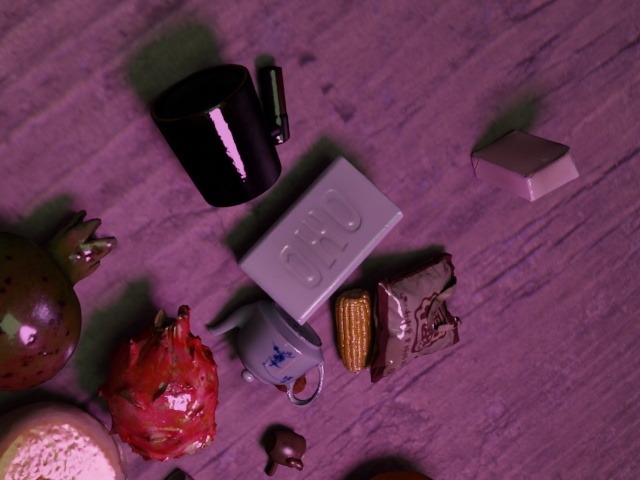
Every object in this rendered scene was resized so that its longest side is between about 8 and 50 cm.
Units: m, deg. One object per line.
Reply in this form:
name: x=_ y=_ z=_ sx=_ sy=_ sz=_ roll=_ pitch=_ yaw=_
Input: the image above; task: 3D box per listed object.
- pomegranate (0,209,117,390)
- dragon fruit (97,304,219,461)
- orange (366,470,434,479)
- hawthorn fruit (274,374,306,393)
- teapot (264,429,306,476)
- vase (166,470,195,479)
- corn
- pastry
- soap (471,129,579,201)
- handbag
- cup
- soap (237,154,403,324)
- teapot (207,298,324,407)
pomegranate: x=-0.453 y=0.068 z=1.287 sx=0.242 sy=0.242 sz=0.306 roll=34 pitch=70 yaw=-32
dragon fruit: x=-0.262 y=0.237 z=1.445 sx=0.210 sy=0.205 sz=0.268 roll=3 pitch=109 yaw=-21
orange: x=0.172 y=0.598 z=1.779 sx=0.264 sy=0.264 sz=0.264 roll=-9 pitch=112 yaw=-25
hawthorn fruit: x=-0.077 y=0.257 z=1.635 sx=0.103 sy=0.067 sz=0.067 roll=1 pitch=108 yaw=-15
teapot: x=-0.077 y=0.424 z=1.686 sx=0.080 sy=0.085 sz=0.110 roll=29 pitch=113 yaw=-31
vase: x=-0.245 y=0.480 z=1.630 sx=0.053 sy=0.053 sz=0.100 roll=-43 pitch=125 yaw=-8
corn: x=0.069 y=0.175 z=1.675 sx=0.085 sy=0.063 sz=0.165 roll=-30 pitch=124 yaw=-50
pastry: x=-0.451 y=0.387 z=1.415 sx=0.265 sy=0.133 sz=0.265 roll=3 pitch=85 yaw=-35
soap: x=0.389 y=-0.147 z=1.657 sx=0.121 sy=0.183 sz=0.064 roll=-29 pitch=119 yaw=-14
handbag: x=0.184 y=0.145 z=1.680 sx=0.235 sy=0.127 sz=0.213 roll=-18 pitch=113 yaw=-38
cup: x=-0.126 y=-0.182 z=1.390 sx=0.239 sy=0.166 sz=0.177 roll=-33 pitch=123 yaw=-12
soap: x=0.000 y=0.000 z=1.525 sx=0.160 sy=0.087 sz=0.265 roll=43 pitch=85 yaw=3
teapot: x=-0.086 y=0.202 z=1.560 sx=0.232 sy=0.159 sz=0.159 roll=43 pitch=85 yaw=-3
